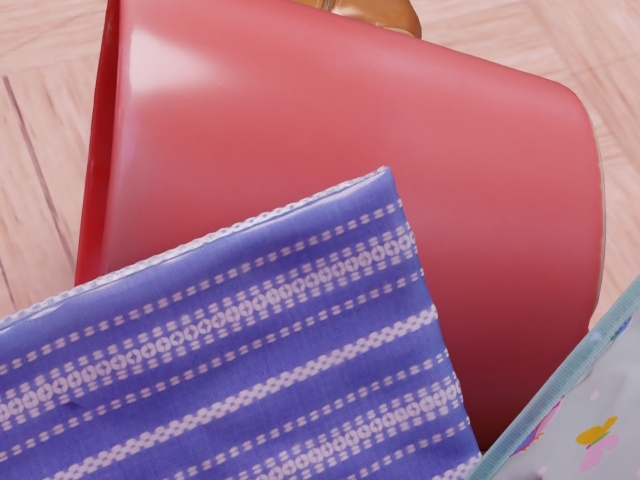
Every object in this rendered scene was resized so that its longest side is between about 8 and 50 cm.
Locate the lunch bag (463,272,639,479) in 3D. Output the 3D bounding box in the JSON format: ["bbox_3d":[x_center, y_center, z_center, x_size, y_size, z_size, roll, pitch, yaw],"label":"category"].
[{"bbox_3d":[0.171,0.162,0.695,0.262,0.223,0.160,-52,26,0],"label":"lunch bag"}]

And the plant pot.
[{"bbox_3d":[0.000,0.000,0.845,0.243,0.275,0.275,5,50,-11],"label":"plant pot"}]

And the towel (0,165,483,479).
[{"bbox_3d":[-0.020,0.166,0.698,0.243,0.336,0.040,-22,12,-21],"label":"towel"}]

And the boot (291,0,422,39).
[{"bbox_3d":[-0.034,-0.144,1.038,0.197,0.073,0.152,9,51,-13],"label":"boot"}]
